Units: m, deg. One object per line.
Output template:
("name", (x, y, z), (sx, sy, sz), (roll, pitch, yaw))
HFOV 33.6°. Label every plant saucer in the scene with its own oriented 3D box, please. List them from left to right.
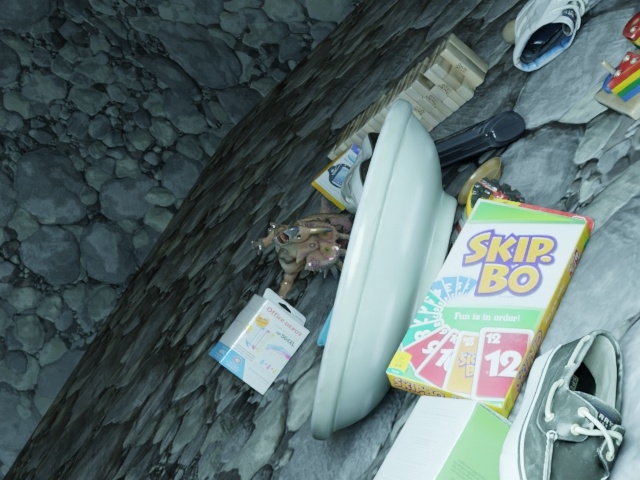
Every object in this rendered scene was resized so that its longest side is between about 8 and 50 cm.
("plant saucer", (0.084, 0.043, 1.219), (0.400, 0.101, 0.400), (14, -90, -84))
("plant saucer", (0.223, -0.078, 1.458), (0.083, 0.015, 0.083), (-47, 14, 15))

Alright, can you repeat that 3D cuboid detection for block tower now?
("block tower", (0.148, -0.226, 1.915), (0.335, 0.097, 0.091), (-40, 16, 40))

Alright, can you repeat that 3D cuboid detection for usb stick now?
("usb stick", (0.204, -0.139, 1.586), (0.077, 0.045, 0.278), (-27, 4, -24))

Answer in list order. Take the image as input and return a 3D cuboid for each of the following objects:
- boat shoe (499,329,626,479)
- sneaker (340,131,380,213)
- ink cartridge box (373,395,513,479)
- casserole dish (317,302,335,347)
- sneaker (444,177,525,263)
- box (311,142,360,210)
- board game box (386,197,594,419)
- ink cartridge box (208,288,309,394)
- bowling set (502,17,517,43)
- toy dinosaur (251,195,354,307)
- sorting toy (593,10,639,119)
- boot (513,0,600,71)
("boat shoe", (0.196, 0.149, 0.831), (0.070, 0.078, 0.219), (-42, 15, 37))
("sneaker", (0.089, -0.074, 1.746), (0.290, 0.106, 0.123), (-76, 12, -67))
("ink cartridge box", (0.087, 0.244, 0.957), (0.209, 0.062, 0.109), (-57, 15, -17))
("casserole dish", (0.060, 0.087, 1.504), (0.114, 0.037, 0.188), (-36, 20, 47))
("sneaker", (0.182, 0.033, 1.203), (0.092, 0.088, 0.225), (112, -179, -46))
("box", (0.056, -0.121, 1.959), (0.136, 0.081, 0.028), (-40, 17, 36))
("board game box", (0.178, 0.054, 1.082), (0.124, 0.039, 0.259), (14, 54, 29))
("ink cartridge box", (-0.093, 0.156, 1.690), (0.143, 0.092, 0.090), (-53, 14, -8))
("bowling set", (0.351, -0.480, 1.735), (0.287, 0.200, 0.154), (-59, 17, -14))
("toy dinosaur", (0.000, 0.000, 1.768), (0.200, 0.127, 0.296), (-28, 9, 35))
("sorting toy", (0.381, -0.213, 1.244), (0.132, 0.046, 0.274), (-49, 14, 10))
("boot", (0.378, -0.352, 1.554), (0.258, 0.095, 0.123), (-49, 17, 45))
